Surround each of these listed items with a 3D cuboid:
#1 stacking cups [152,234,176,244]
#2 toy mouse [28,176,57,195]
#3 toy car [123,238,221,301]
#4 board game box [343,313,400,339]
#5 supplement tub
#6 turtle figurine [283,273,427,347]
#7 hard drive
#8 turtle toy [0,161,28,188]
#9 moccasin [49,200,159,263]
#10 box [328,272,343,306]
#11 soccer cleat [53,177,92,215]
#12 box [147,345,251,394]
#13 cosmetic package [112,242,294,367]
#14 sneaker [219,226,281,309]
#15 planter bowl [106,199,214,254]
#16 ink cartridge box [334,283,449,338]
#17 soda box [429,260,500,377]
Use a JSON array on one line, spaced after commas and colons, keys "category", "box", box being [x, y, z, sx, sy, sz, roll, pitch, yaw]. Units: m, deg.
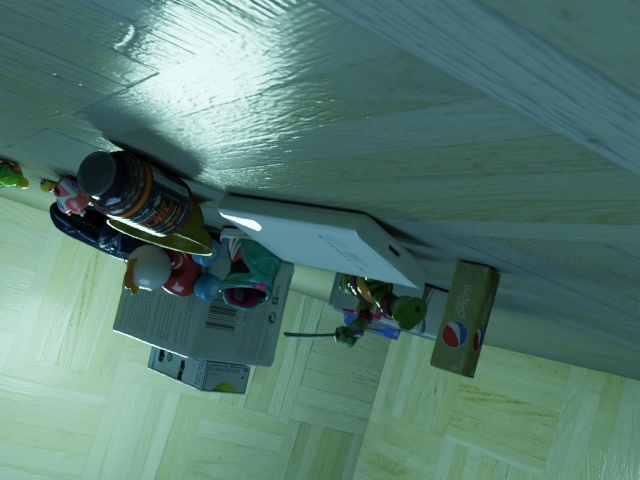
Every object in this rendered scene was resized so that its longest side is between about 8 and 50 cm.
[{"category": "stacking cups", "box": [-0.357, -0.035, 1.791, 0.096, 0.096, 0.316, 18, 174, -15]}, {"category": "toy mouse", "box": [-0.676, -0.124, 2.093, 0.161, 0.031, 0.143, 12, 172, 32]}, {"category": "toy car", "box": [-0.413, 0.076, 2.005, 0.219, 0.210, 0.238, 23, -144, 33]}, {"category": "board game box", "box": [0.145, 0.195, 2.257, 0.160, 0.047, 0.210, 17, -158, -8]}, {"category": "supplement tub", "box": [-0.290, -0.076, 1.225, 0.106, 0.106, 0.198, 13, 173, 25]}, {"category": "turtle figurine", "box": [0.052, 0.098, 1.451, 0.274, 0.198, 0.266, 16, 171, -26]}, {"category": "hard drive", "box": [0.000, 0.000, 1.282, 0.307, 0.040, 0.203, 11, 160, 43]}, {"category": "turtle toy", "box": [-0.753, -0.154, 1.875, 0.095, 0.066, 0.130, -6, -173, -26]}, {"category": "moccasin", "box": [-0.585, -0.020, 2.155, 0.342, 0.138, 0.117, 13, 164, -2]}, {"category": "box", "box": [0.086, 0.140, 2.106, 0.102, 0.101, 0.087, 16, 173, -8]}, {"category": "soccer cleat", "box": [-0.597, -0.114, 1.870, 0.095, 0.083, 0.248, 52, 164, -21]}, {"category": "box", "box": [-0.365, 0.377, 2.335, 0.290, 0.087, 0.169, 9, 175, 45]}, {"category": "cosmetic package", "box": [-0.350, 0.167, 2.344, 0.393, 0.329, 0.327, 11, 177, 42]}, {"category": "sneaker", "box": [-0.177, 0.069, 1.827, 0.123, 0.178, 0.295, 19, 173, -23]}, {"category": "planter bowl", "box": [-0.300, -0.046, 1.540, 0.217, 0.090, 0.217, 15, 169, 3]}, {"category": "ink cartridge box", "box": [0.201, 0.159, 1.911, 0.283, 0.117, 0.207, 18, 173, -12]}, {"category": "soda box", "box": [0.239, 0.129, 1.290, 0.061, 0.181, 0.058, 12, 171, 34]}]
